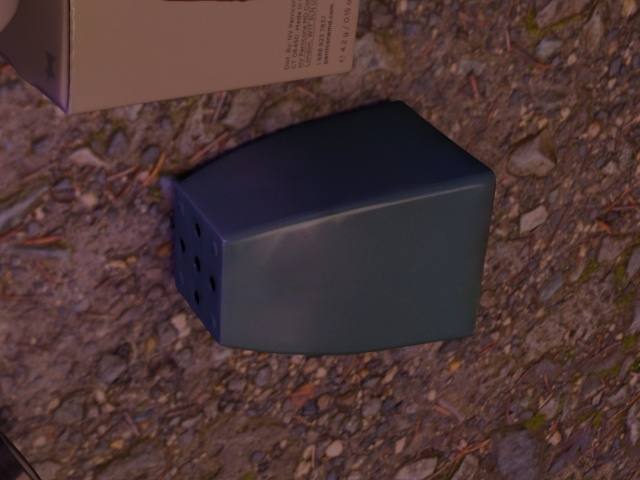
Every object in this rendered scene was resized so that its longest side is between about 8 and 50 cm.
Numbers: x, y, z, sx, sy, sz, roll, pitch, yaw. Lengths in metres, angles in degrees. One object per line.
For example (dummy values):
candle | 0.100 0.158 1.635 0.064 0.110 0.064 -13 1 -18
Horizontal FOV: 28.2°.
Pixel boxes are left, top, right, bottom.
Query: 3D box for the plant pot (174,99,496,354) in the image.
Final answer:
plant pot | 0.000 0.000 1.104 0.234 0.165 0.165 -12 124 -24

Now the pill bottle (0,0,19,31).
pill bottle | -0.277 -0.269 0.687 0.188 0.188 0.334 -21 128 -27

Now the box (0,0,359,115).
box | -0.104 -0.187 0.904 0.232 0.149 0.126 -13 124 -33

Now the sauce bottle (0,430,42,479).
sauce bottle | -0.374 0.288 1.019 0.344 0.111 0.111 -38 134 -14
